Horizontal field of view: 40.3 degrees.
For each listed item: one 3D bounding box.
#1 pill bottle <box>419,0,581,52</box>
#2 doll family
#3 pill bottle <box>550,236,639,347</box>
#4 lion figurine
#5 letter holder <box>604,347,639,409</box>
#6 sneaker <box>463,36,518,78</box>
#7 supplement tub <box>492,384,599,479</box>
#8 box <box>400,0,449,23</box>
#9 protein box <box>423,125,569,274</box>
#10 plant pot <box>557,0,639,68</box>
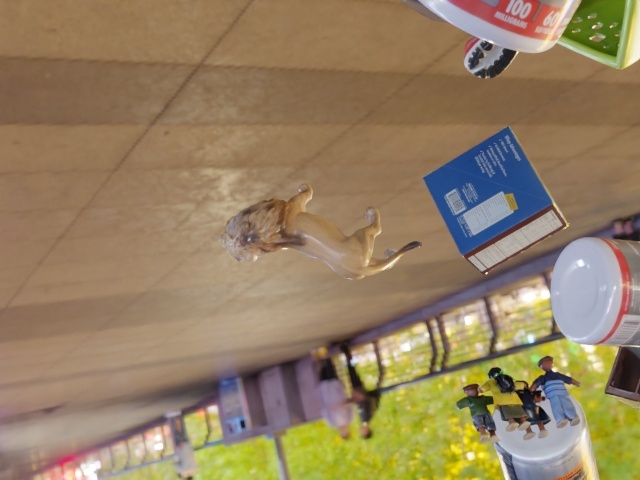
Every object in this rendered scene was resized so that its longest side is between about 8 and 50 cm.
[{"bbox_3d":[0.258,-0.417,0.982,0.210,0.210,0.363,-3,131,-38],"label":"pill bottle"},{"bbox_3d":[0.300,0.234,1.308,0.192,0.111,0.076,4,138,-22],"label":"doll family"},{"bbox_3d":[0.513,0.084,1.332,0.283,0.161,0.161,4,161,-19],"label":"pill bottle"},{"bbox_3d":[0.000,0.000,1.852,0.392,0.142,0.240,15,-150,18],"label":"lion figurine"},{"bbox_3d":[0.809,0.298,1.948,0.301,0.215,0.152,27,169,-34],"label":"letter holder"},{"bbox_3d":[0.400,-0.457,1.789,0.279,0.118,0.107,-38,119,21],"label":"sneaker"},{"bbox_3d":[0.510,0.496,1.961,0.207,0.207,0.338,-16,131,11],"label":"supplement tub"},{"bbox_3d":[0.373,-0.692,1.961,0.293,0.396,0.212,26,-172,41],"label":"box"},{"bbox_3d":[0.350,-0.079,1.751,0.201,0.200,0.136,-31,150,15],"label":"protein box"},{"bbox_3d":[0.554,-0.478,1.611,0.207,0.227,0.228,-24,131,-24],"label":"plant pot"}]
